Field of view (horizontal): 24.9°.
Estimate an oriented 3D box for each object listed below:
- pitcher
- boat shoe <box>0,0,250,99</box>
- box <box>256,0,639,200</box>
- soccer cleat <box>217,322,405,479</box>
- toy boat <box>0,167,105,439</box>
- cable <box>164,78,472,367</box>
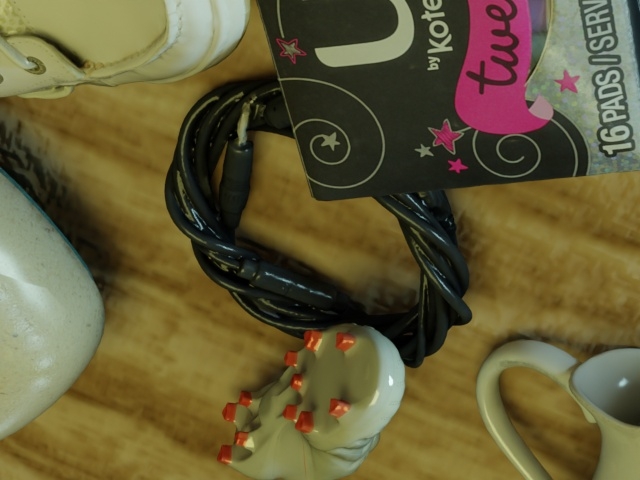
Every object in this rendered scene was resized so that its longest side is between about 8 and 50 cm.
[{"bbox_3d":[0.172,0.152,0.780,0.178,0.125,0.207,8,118,38],"label":"pitcher"},{"bbox_3d":[-0.128,-0.100,0.614,0.277,0.096,0.098,5,118,57],"label":"boat shoe"},{"bbox_3d":[0.045,-0.162,0.555,0.142,0.163,0.247,-6,122,19],"label":"box"},{"bbox_3d":[0.008,0.093,0.793,0.076,0.068,0.196,15,156,-20],"label":"soccer cleat"},{"bbox_3d":[-0.293,0.030,0.832,0.318,0.148,0.267,-34,114,26],"label":"toy boat"},{"bbox_3d":[0.000,0.000,0.760,0.150,0.047,0.184,-14,120,26],"label":"cable"}]
